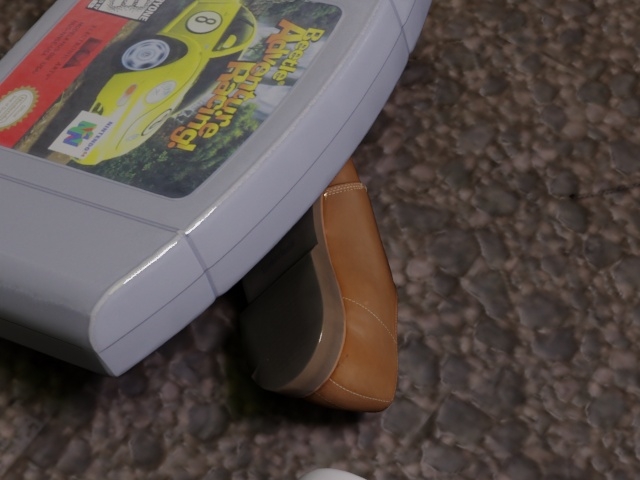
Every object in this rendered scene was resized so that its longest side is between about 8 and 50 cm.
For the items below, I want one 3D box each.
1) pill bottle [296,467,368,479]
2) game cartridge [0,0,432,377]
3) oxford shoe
[{"bbox_3d":[-0.024,0.199,0.835,0.112,0.112,0.186,37,63,16],"label":"pill bottle"},{"bbox_3d":[-0.075,-0.067,0.979,0.196,0.060,0.294,18,57,31],"label":"game cartridge"},{"bbox_3d":[0.000,0.000,0.991,0.076,0.076,0.212,26,43,-34],"label":"oxford shoe"}]
